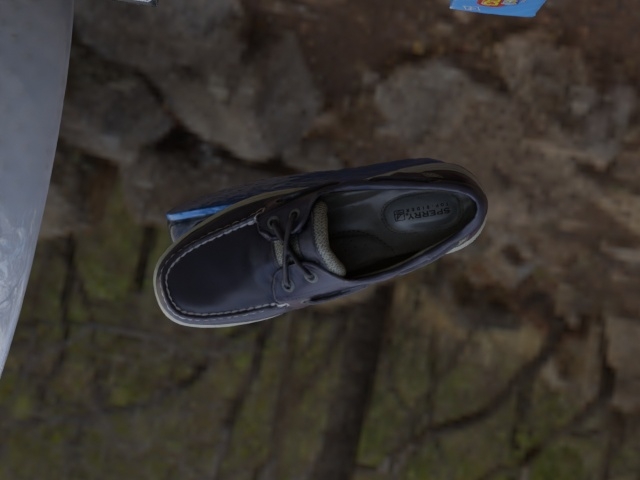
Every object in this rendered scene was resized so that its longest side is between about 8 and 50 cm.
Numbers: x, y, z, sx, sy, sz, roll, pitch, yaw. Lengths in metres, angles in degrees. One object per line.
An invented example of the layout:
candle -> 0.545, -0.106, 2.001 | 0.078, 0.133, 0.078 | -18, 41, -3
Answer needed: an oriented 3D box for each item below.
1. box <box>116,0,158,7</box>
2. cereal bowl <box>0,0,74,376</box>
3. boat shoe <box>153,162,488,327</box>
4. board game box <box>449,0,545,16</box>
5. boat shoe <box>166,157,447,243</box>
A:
box -> -0.232, -0.332, 1.667 | 0.184, 0.191, 0.045 | 8, 166, -3
cereal bowl -> -0.258, -0.040, 1.061 | 0.141, 0.339, 0.339 | 13, 166, -16
boat shoe -> 0.000, 0.000, 1.394 | 0.285, 0.103, 0.092 | -14, 178, -1
board game box -> 0.181, -0.377, 1.527 | 0.086, 0.308, 0.302 | 4, 177, -2
boat shoe -> -0.004, -0.009, 1.501 | 0.258, 0.089, 0.109 | -7, -166, 6
